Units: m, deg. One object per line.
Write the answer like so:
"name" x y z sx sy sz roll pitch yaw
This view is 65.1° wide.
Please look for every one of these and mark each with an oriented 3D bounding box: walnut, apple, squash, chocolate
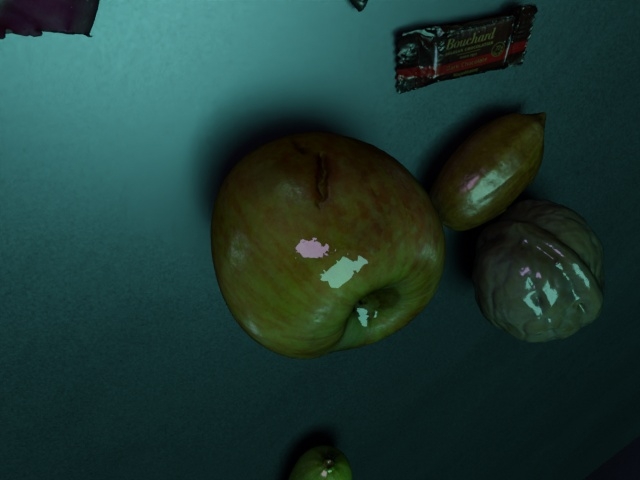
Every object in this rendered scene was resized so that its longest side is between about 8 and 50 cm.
"walnut" 0.336 0.049 0.783 0.224 0.224 0.224 -12 128 -16
"apple" 0.000 0.000 0.581 0.264 0.264 0.264 -12 128 -16
"walnut" 0.235 -0.098 0.691 0.207 0.116 0.116 -49 129 6
"squash" -0.002 0.506 1.015 0.132 0.132 0.247 0 123 -24
"chocolate" 0.177 -0.235 0.612 0.182 0.028 0.086 -19 137 -9

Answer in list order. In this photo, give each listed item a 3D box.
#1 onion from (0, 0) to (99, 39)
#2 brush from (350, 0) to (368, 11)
"onion" -0.267 -0.222 0.336 0.207 0.200 0.200 -1 132 16
"brush" 0.006 -0.314 0.482 0.063 0.016 0.193 -32 131 2
